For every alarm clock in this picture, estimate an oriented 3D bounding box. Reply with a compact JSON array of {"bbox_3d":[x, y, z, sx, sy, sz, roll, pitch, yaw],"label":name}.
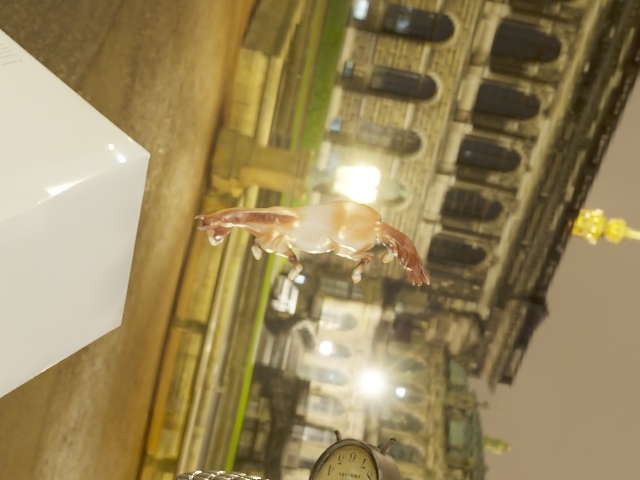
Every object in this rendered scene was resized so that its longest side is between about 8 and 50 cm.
[{"bbox_3d":[0.040,0.345,1.191,0.129,0.064,0.192,-3,-119,46],"label":"alarm clock"}]

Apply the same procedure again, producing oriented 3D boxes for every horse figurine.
[{"bbox_3d":[0.000,0.000,1.100,0.174,0.263,0.066,75,20,-64],"label":"horse figurine"}]

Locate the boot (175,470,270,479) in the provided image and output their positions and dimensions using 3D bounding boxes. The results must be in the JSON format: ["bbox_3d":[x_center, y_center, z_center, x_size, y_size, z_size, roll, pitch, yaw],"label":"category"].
[{"bbox_3d":[-0.034,0.386,0.928,0.118,0.338,0.223,6,103,-64],"label":"boot"}]

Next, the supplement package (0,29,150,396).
[{"bbox_3d":[-0.300,-0.032,0.696,0.199,0.262,0.198,-33,153,-41],"label":"supplement package"}]
